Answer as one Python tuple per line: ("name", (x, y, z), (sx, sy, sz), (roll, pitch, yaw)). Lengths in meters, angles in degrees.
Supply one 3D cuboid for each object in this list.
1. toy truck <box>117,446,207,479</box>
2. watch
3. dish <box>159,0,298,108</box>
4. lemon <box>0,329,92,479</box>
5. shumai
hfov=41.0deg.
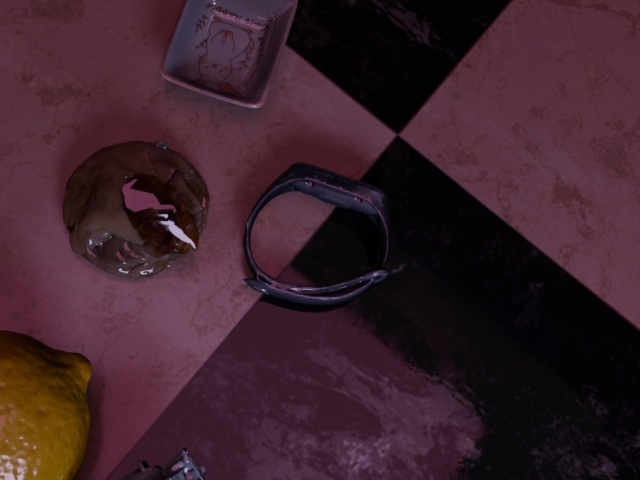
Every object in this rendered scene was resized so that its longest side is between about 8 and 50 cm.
("toy truck", (-0.268, 0.364, 0.964), (0.338, 0.184, 0.133), (-28, 80, -24))
("watch", (0.000, 0.000, 1.179), (0.206, 0.068, 0.193), (21, 77, 0))
("dish", (-0.125, -0.300, 1.234), (0.154, 0.064, 0.234), (18, 74, -4))
("lemon", (-0.379, 0.217, 0.976), (0.228, 0.228, 0.253), (34, 70, 0))
("shumai", (-0.241, -0.046, 1.122), (0.201, 0.120, 0.201), (2, 78, -10))
